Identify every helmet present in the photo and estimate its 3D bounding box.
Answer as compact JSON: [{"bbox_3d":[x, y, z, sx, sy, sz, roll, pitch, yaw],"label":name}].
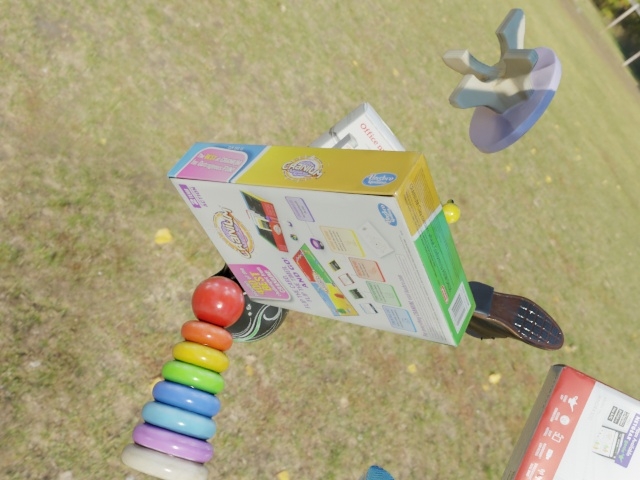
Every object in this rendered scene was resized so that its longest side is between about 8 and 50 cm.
[{"bbox_3d":[-0.146,0.117,1.280,0.169,0.161,0.169,32,30,-21],"label":"helmet"}]

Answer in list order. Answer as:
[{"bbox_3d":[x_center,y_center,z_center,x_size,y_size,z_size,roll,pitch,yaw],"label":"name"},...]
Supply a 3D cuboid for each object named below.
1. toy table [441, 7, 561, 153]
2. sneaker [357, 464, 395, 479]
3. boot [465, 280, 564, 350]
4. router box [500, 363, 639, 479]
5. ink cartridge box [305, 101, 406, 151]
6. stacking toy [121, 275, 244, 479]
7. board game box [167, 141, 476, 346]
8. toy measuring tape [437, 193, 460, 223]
[{"bbox_3d":[0.390,-0.346,1.439,0.161,0.252,0.274,40,69,-34],"label":"toy table"},{"bbox_3d":[0.069,0.503,1.170,0.087,0.092,0.228,35,28,7],"label":"sneaker"},{"bbox_3d":[0.335,0.147,1.238,0.219,0.106,0.082,28,66,-4],"label":"boot"},{"bbox_3d":[0.380,0.376,0.857,0.301,0.336,0.082,24,-6,10],"label":"router box"},{"bbox_3d":[0.069,-0.188,1.537,0.158,0.217,0.092,47,20,-20],"label":"ink cartridge box"},{"bbox_3d":[-0.203,0.219,1.096,0.141,0.141,0.331,30,68,-35],"label":"stacking toy"},{"bbox_3d":[0.000,0.000,0.783,0.064,0.316,0.242,-57,138,-31],"label":"board game box"},{"bbox_3d":[0.149,-0.049,1.406,0.121,0.330,0.122,10,77,-49],"label":"toy measuring tape"}]
